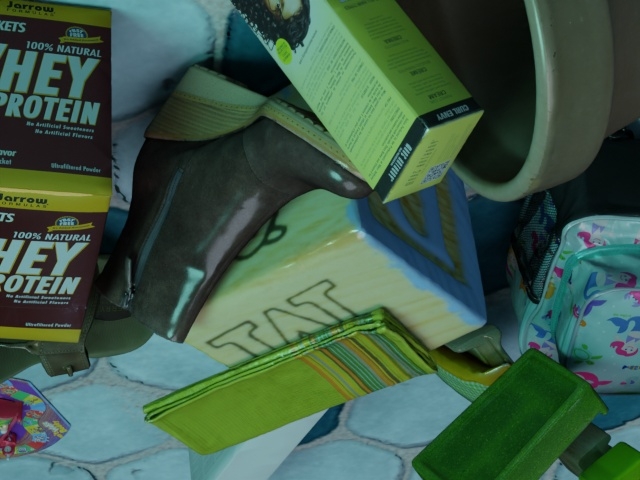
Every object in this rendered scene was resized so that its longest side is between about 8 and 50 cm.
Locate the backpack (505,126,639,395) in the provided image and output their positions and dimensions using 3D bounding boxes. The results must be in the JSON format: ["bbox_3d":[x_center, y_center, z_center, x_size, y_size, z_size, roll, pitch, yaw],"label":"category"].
[{"bbox_3d":[0.285,0.035,1.579,0.225,0.191,0.253,1,149,-11],"label":"backpack"}]

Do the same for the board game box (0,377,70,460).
[{"bbox_3d":[-0.342,0.200,1.828,0.133,0.033,0.169,-15,144,12],"label":"board game box"}]

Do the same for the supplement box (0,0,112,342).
[{"bbox_3d":[-0.238,-0.054,1.360,0.129,0.191,0.194,5,142,-13],"label":"supplement box"}]

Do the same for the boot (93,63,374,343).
[{"bbox_3d":[-0.065,-0.012,1.359,0.090,0.248,0.207,18,96,-45],"label":"boot"}]

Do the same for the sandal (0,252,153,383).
[{"bbox_3d":[-0.217,0.063,1.510,0.086,0.120,0.303,12,-167,30],"label":"sandal"}]

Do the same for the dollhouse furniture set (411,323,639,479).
[{"bbox_3d":[0.151,0.184,1.619,0.151,0.301,0.197,-45,126,-8],"label":"dollhouse furniture set"}]

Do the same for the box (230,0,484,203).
[{"bbox_3d":[0.014,-0.143,1.246,0.058,0.232,0.087,-22,154,-36],"label":"box"}]

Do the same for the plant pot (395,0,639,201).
[{"bbox_3d":[0.195,-0.178,1.240,0.229,0.263,0.263,-15,147,-17],"label":"plant pot"}]

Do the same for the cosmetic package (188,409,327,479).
[{"bbox_3d":[-0.065,0.182,1.791,0.060,0.099,0.239,12,141,-23],"label":"cosmetic package"}]

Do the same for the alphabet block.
[{"bbox_3d":[0.000,0.000,1.475,0.197,0.192,0.193,-28,137,25],"label":"alphabet block"}]

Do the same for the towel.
[{"bbox_3d":[-0.025,0.126,1.466,0.237,0.021,0.102,-23,140,21],"label":"towel"}]
